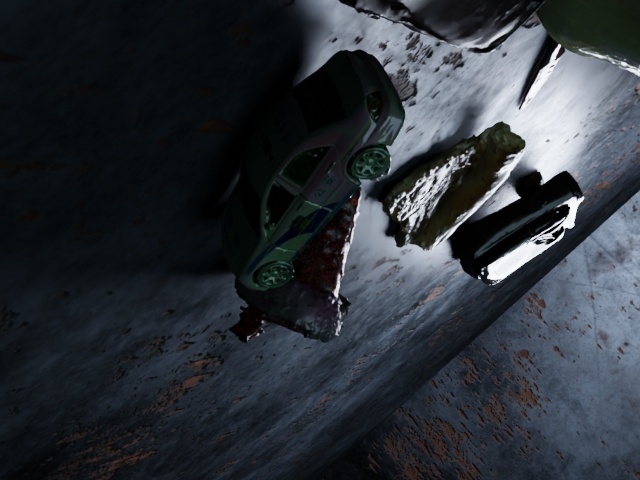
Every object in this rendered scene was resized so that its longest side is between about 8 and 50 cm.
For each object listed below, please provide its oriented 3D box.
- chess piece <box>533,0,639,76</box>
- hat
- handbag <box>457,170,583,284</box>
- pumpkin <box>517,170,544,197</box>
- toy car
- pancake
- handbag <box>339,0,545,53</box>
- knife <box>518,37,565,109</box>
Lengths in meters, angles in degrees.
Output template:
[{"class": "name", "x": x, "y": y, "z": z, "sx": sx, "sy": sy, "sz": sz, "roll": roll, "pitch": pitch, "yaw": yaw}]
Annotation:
[{"class": "chess piece", "x": 0.362, "y": -0.147, "z": 0.700, "sx": 0.234, "sy": 0.442, "sz": 0.234, "roll": -37, "pitch": 163, "yaw": -14}, {"class": "hat", "x": -0.004, "y": -0.002, "z": 0.918, "sx": 0.140, "sy": 0.129, "sz": 0.227, "roll": 20, "pitch": 102, "yaw": -52}, {"class": "handbag", "x": 0.365, "y": -0.014, "z": 1.624, "sx": 0.244, "sy": 0.088, "sz": 0.275, "roll": -32, "pitch": 162, "yaw": 4}, {"class": "pumpkin", "x": 0.380, "y": -0.094, "z": 1.597, "sx": 0.050, "sy": 0.028, "sz": 0.083, "roll": -39, "pitch": 159, "yaw": 2}, {"class": "toy car", "x": -0.023, "y": -0.054, "z": 0.727, "sx": 0.076, "sy": 0.090, "sz": 0.224, "roll": 15, "pitch": 129, "yaw": -37}, {"class": "pancake", "x": 0.152, "y": -0.049, "z": 1.166, "sx": 0.244, "sy": 0.057, "sz": 0.266, "roll": -18, "pitch": 154, "yaw": -49}, {"class": "handbag", "x": 0.116, "y": -0.226, "z": 0.580, "sx": 0.203, "sy": 0.074, "sz": 0.216, "roll": -46, "pitch": 154, "yaw": 28}, {"class": "knife", "x": 0.277, "y": -0.224, "z": 1.066, "sx": 0.035, "sy": 0.018, "sz": 0.247, "roll": -38, "pitch": 166, "yaw": -18}]
